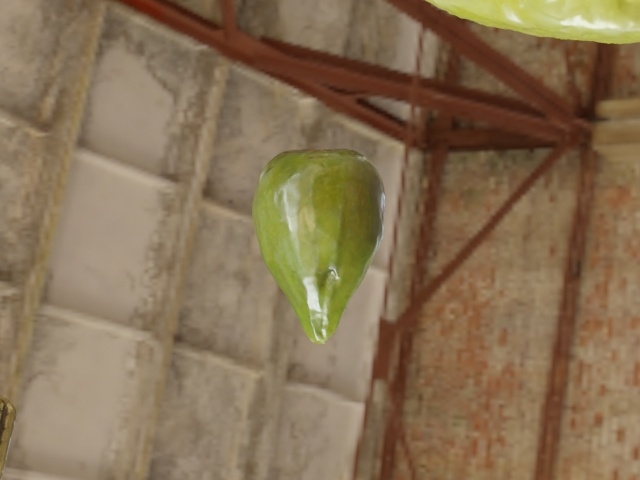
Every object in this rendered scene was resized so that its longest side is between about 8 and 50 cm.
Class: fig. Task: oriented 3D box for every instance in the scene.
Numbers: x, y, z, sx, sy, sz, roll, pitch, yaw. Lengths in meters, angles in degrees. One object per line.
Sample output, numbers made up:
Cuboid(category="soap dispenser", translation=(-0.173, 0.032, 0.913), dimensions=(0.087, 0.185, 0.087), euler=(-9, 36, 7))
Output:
Cuboid(category="fig", translation=(-0.008, -0.014, 1.746), dimensions=(0.167, 0.167, 0.234), euler=(43, -134, -41))

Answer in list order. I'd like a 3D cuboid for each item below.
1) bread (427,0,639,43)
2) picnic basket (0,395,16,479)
Cuboid(category="bread", translation=(0.243, -0.331, 1.213), dimensions=(0.348, 0.348, 0.308), euler=(-32, -50, -46))
Cuboid(category="picnic basket", translation=(-0.260, 0.117, 0.810), dimensions=(0.164, 0.079, 0.115), euler=(31, -156, -19))
